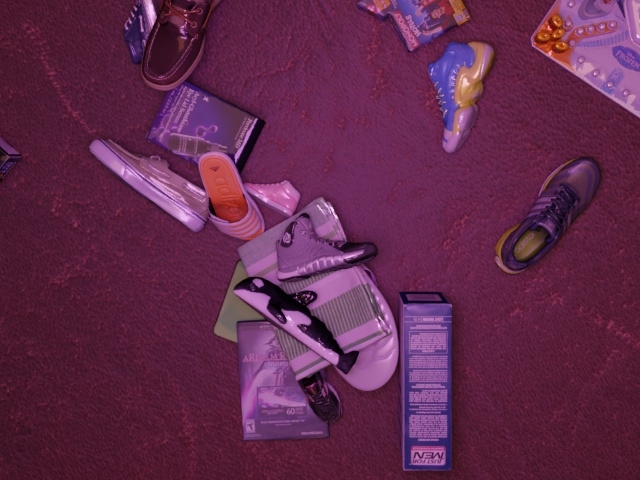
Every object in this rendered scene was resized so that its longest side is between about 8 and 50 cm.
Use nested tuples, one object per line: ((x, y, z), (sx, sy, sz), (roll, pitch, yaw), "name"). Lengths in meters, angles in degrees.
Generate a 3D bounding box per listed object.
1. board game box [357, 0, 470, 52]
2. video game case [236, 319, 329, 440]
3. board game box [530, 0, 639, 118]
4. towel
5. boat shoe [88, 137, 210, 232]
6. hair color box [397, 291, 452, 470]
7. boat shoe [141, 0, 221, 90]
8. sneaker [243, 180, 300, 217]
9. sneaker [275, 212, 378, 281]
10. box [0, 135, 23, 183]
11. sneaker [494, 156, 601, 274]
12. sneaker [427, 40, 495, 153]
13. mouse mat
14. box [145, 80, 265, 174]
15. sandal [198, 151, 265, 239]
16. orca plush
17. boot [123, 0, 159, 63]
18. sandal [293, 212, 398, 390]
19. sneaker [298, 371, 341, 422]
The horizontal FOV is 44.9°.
((0.186, -0.504, 1.645), (0.194, 0.060, 0.194), (-28, 92, 7), "board game box")
((-0.084, 0.313, 1.746), (0.196, 0.026, 0.274), (-3, 96, 2), "video game case")
((0.709, -0.473, 1.616), (0.390, 0.050, 0.390), (34, 96, 1), "board game box")
((-0.020, 0.103, 1.640), (0.247, 0.038, 0.325), (-31, 76, 20), "towel")
((-0.366, -0.137, 1.705), (0.302, 0.109, 0.094), (37, 81, -8), "boat shoe")
((0.220, 0.292, 1.652), (0.105, 0.174, 0.347), (0, 95, 3), "hair color box")
((-0.283, -0.476, 1.599), (0.123, 0.123, 0.342), (23, 76, 8), "boat shoe")
((-0.105, -0.109, 1.707), (0.134, 0.051, 0.070), (28, 80, 10), "sneaker")
((0.000, 0.000, 1.574), (0.228, 0.086, 0.132), (-15, 78, 24), "sneaker")
((-0.875, -0.154, 1.742), (0.257, 0.079, 0.322), (41, 96, -2), "box")
((0.489, -0.046, 1.630), (0.111, 0.121, 0.300), (36, 96, 0), "sneaker")
((0.279, -0.312, 1.654), (0.126, 0.091, 0.240), (22, 97, 20), "sneaker")
((-0.146, 0.151, 1.750), (0.152, 0.007, 0.190), (21, 97, 2), "mouse mat")
((-0.245, -0.239, 1.674), (0.207, 0.108, 0.153), (26, 95, 2), "box")
((-0.197, -0.071, 1.631), (0.101, 0.076, 0.265), (-9, 138, 12), "sandal")
((-0.034, 0.145, 1.565), (0.287, 0.151, 0.102), (31, 77, 23), "orca plush")
((-0.395, -0.483, 1.682), (0.086, 0.069, 0.190), (-15, 95, 2), "boot")
((0.059, 0.119, 1.684), (0.169, 0.102, 0.416), (-28, 79, 19), "sandal")
((-0.015, 0.326, 1.693), (0.072, 0.077, 0.178), (-31, 94, 5), "sneaker")
